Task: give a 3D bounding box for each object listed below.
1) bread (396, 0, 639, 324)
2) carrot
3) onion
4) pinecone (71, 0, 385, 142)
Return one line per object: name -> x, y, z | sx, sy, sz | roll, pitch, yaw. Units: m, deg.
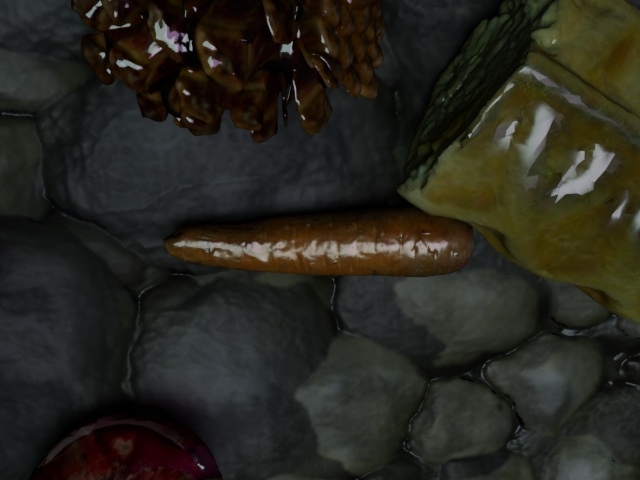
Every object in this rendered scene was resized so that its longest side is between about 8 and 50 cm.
bread -> 0.186, -0.034, 0.530 | 0.267, 0.130, 0.152 | 27, 105, -19
carrot -> 0.000, 0.000, 0.572 | 0.191, 0.047, 0.047 | 0, 115, -3
onion -> -0.119, 0.195, 0.617 | 0.150, 0.150, 0.140 | -26, 152, 6
pinecone -> -0.043, -0.123, 0.454 | 0.173, 0.173, 0.173 | -3, 115, -6
